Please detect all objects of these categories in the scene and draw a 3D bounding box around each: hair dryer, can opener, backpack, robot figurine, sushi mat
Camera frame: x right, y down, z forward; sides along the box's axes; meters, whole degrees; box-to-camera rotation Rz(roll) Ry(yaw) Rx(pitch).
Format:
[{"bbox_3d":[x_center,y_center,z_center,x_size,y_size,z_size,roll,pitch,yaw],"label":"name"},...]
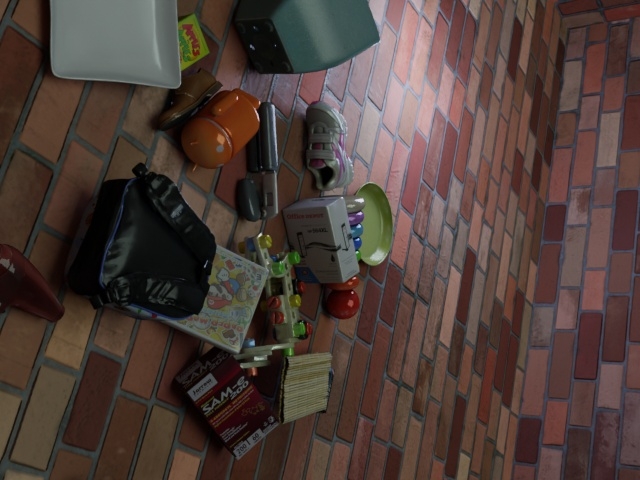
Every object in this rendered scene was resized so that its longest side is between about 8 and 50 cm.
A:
[{"bbox_3d":[-0.558,0.114,1.420,0.293,0.080,0.224,-4,108,-50],"label":"hair dryer"},{"bbox_3d":[-0.150,-0.186,2.014,0.095,0.075,0.284,-3,89,-57],"label":"can opener"},{"bbox_3d":[-0.333,0.035,1.613,0.263,0.213,0.277,33,67,-41],"label":"backpack"},{"bbox_3d":[-0.219,-0.241,1.864,0.128,0.158,0.219,54,51,-20],"label":"robot figurine"},{"bbox_3d":[-0.034,0.349,2.054,0.316,0.019,0.152,14,81,-71],"label":"sushi mat"}]

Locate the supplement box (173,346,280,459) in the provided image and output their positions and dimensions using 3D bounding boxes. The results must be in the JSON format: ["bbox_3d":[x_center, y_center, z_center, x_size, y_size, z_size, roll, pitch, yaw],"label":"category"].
[{"bbox_3d":[-0.202,0.353,1.863,0.130,0.073,0.239,-40,124,-15],"label":"supplement box"}]

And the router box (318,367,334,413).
[{"bbox_3d":[-0.011,0.379,2.215,0.092,0.038,0.123,36,59,-49],"label":"router box"}]

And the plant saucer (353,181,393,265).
[{"bbox_3d":[0.137,-0.047,2.462,0.241,0.037,0.241,5,84,-56],"label":"plant saucer"}]

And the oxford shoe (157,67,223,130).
[{"bbox_3d":[-0.295,-0.304,1.827,0.076,0.076,0.212,48,42,-12],"label":"oxford shoe"}]

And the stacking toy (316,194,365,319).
[{"bbox_3d":[0.051,0.049,2.269,0.141,0.141,0.331,-16,108,-55],"label":"stacking toy"}]

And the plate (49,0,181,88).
[{"bbox_3d":[-0.401,-0.437,1.642,0.277,0.045,0.278,-3,89,-42],"label":"plate"}]

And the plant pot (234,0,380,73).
[{"bbox_3d":[-0.055,-0.524,2.041,0.252,0.247,0.247,-43,124,-29],"label":"plant pot"}]

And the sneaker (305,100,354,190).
[{"bbox_3d":[0.014,-0.240,2.234,0.111,0.102,0.252,-43,122,-50],"label":"sneaker"}]

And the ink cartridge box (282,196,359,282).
[{"bbox_3d":[0.000,0.000,2.158,0.086,0.148,0.203,-31,112,-50],"label":"ink cartridge box"}]

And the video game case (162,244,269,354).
[{"bbox_3d":[-0.241,0.105,1.799,0.226,0.026,0.206,27,61,-15],"label":"video game case"}]

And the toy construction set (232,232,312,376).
[{"bbox_3d":[-0.116,0.153,1.973,0.215,0.151,0.328,15,80,-68],"label":"toy construction set"}]

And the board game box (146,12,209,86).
[{"bbox_3d":[-0.317,-0.406,1.807,0.181,0.043,0.092,-48,126,-46],"label":"board game box"}]
